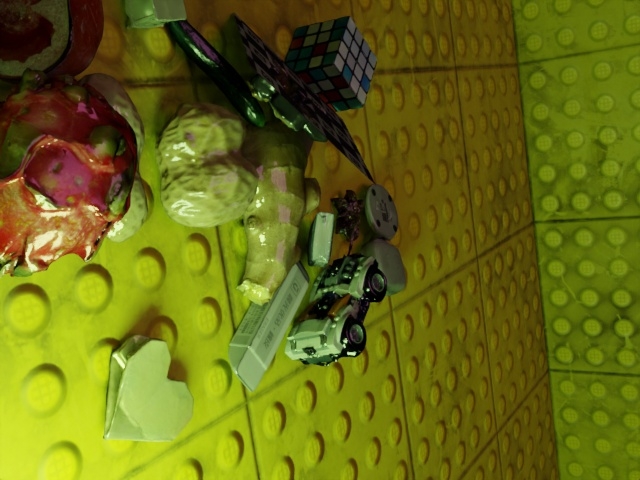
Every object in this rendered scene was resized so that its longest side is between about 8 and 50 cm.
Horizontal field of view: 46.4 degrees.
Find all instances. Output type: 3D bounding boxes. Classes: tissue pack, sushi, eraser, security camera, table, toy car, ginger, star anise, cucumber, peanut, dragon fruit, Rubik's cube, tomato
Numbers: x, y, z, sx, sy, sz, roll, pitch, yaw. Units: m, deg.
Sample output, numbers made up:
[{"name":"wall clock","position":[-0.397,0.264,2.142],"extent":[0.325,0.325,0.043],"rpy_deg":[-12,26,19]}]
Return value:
[{"name":"tissue pack","position":[0.000,0.000,1.706],"extent":[0.156,0.051,0.113],"rpy_deg":[127,-31,-83]},{"name":"sushi","position":[-0.057,-0.275,1.530],"extent":[0.359,0.064,0.343],"rpy_deg":[39,17,-30]},{"name":"eraser","position":[-0.107,0.157,1.596],"extent":[0.089,0.061,0.352],"rpy_deg":[58,44,-37]},{"name":"security camera","position":[0.155,-0.001,1.992],"extent":[0.157,0.080,0.302],"rpy_deg":[12,68,-53]},{"name":"table","position":[-0.297,-0.412,1.322],"extent":[0.079,0.083,0.063],"rpy_deg":[-27,109,-53]},{"name":"toy car","position":[0.032,0.149,1.702],"extent":[0.118,0.193,0.301],"rpy_deg":[46,50,-27]},{"name":"ginger","position":[-0.103,-0.066,1.587],"extent":[0.236,0.165,0.376],"rpy_deg":[-32,132,-68]},{"name":"star anise","position":[0.070,-0.035,1.871],"extent":[0.097,0.070,0.191],"rpy_deg":[24,70,-56]},{"name":"cucumber","position":[-0.201,-0.333,1.452],"extent":[0.284,0.056,0.056],"rpy_deg":[49,47,-22]},{"name":"peanut","position":[-0.343,-0.133,1.223],"extent":[0.125,0.111,0.275],"rpy_deg":[-26,113,-70]},{"name":"peanut","position":[-0.213,-0.142,1.389],"extent":[0.196,0.110,0.233],"rpy_deg":[-14,96,-29]},{"name":"dragon fruit","position":[-0.388,-0.082,1.042],"extent":[0.231,0.237,0.303],"rpy_deg":[22,93,-39]},{"name":"Rubik's cube","position":[0.022,-0.406,1.746],"extent":[0.155,0.151,0.154],"rpy_deg":[45,51,-45]},{"name":"tomato","position":[-0.408,-0.333,1.104],"extent":[0.155,0.180,0.214],"rpy_deg":[-15,109,-74]}]

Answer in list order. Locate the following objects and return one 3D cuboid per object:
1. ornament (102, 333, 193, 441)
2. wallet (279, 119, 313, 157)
[{"name":"ornament","position":[-0.309,0.280,1.289],"extent":[0.180,0.059,0.201],"rpy_deg":[-48,129,-43]},{"name":"wallet","position":[-0.049,-0.258,1.716],"extent":[0.118,0.038,0.153],"rpy_deg":[33,71,-45]}]
